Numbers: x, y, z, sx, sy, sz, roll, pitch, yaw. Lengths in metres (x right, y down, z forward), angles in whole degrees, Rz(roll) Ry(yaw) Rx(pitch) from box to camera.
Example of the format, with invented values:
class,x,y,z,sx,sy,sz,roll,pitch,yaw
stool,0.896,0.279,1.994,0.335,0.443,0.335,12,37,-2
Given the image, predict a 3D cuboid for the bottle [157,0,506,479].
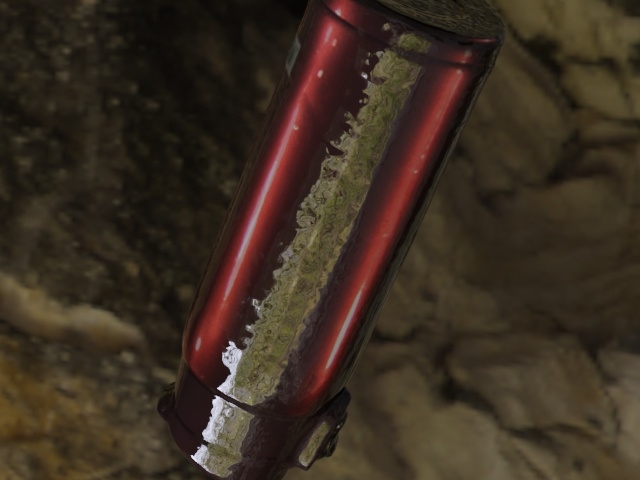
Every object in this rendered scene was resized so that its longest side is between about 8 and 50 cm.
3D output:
class,x,y,z,sx,sy,sz,roll,pitch,yaw
bottle,0.000,0.000,0.548,0.060,0.060,0.164,-9,-50,-50
